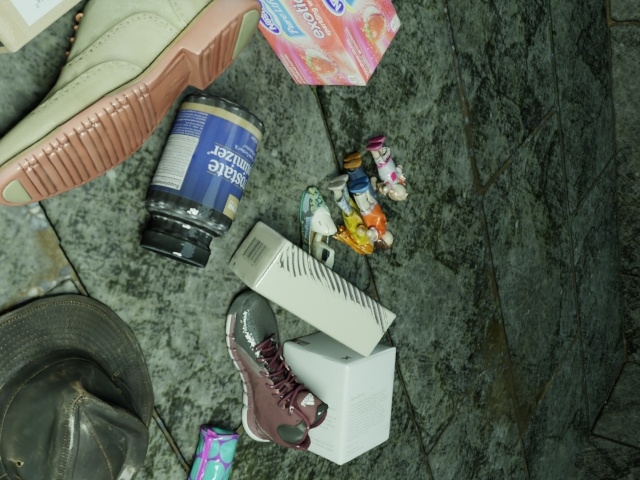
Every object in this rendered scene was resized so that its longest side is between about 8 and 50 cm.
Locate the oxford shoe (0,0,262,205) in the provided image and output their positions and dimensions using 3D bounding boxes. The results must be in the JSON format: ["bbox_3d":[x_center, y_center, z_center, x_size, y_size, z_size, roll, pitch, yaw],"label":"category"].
[{"bbox_3d":[-0.255,-0.201,0.790,0.146,0.140,0.397,43,68,3],"label":"oxford shoe"}]

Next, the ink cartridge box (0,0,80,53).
[{"bbox_3d":[-0.319,-0.343,0.685,0.234,0.088,0.193,-54,135,-26],"label":"ink cartridge box"}]

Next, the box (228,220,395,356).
[{"bbox_3d":[-0.010,0.084,1.074,0.275,0.113,0.094,35,89,-36],"label":"box"}]

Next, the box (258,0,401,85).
[{"bbox_3d":[-0.023,-0.388,0.980,0.142,0.154,0.300,-61,138,-21],"label":"box"}]

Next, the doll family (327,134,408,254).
[{"bbox_3d":[0.083,-0.070,1.223,0.163,0.118,0.263,64,29,-27],"label":"doll family"}]

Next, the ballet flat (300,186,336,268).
[{"bbox_3d":[0.000,0.000,1.159,0.070,0.070,0.188,-11,106,-48],"label":"ballet flat"}]

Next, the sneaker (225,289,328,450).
[{"bbox_3d":[-0.056,0.220,1.063,0.106,0.162,0.281,-29,120,-43],"label":"sneaker"}]

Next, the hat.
[{"bbox_3d":[-0.305,0.240,0.797,0.331,0.134,0.331,-14,109,-47],"label":"hat"}]

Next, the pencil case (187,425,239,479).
[{"bbox_3d":[-0.178,0.371,1.028,0.070,0.064,0.151,29,75,-66],"label":"pencil case"}]

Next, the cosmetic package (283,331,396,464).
[{"bbox_3d":[0.030,0.276,1.188,0.151,0.151,0.183,-6,104,-50],"label":"cosmetic package"}]

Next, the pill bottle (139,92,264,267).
[{"bbox_3d":[-0.167,-0.079,0.897,0.123,0.123,0.219,28,77,-49],"label":"pill bottle"}]
